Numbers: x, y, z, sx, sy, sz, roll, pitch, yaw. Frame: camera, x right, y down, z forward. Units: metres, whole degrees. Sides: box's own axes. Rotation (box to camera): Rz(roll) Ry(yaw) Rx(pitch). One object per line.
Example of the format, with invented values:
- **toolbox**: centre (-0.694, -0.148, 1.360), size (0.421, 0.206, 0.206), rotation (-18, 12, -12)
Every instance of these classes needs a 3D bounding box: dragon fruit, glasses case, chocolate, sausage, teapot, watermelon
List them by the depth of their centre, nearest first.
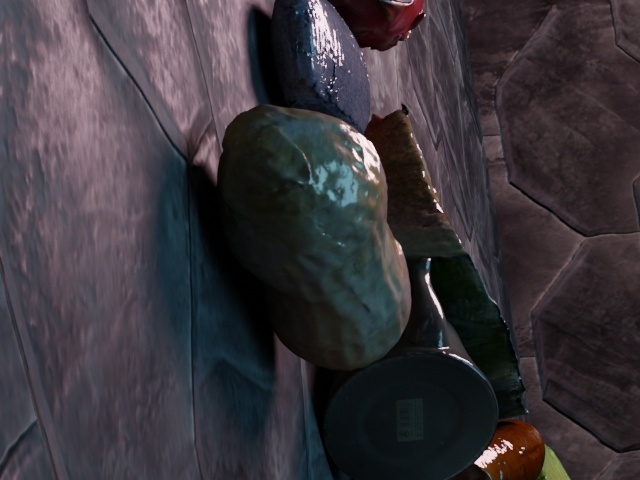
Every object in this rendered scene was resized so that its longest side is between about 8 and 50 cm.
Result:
- **chocolate**: centre (0.000, 0.000, 1.435), size (0.309, 0.134, 0.134), rotation (64, 21, -55)
- **teapot**: centre (0.071, 0.135, 1.735), size (0.149, 0.162, 0.239), rotation (-103, -157, -55)
- **glasses case**: centre (0.003, -0.161, 1.747), size (0.282, 0.067, 0.109), rotation (37, 50, -78)
- **sausage**: centre (0.176, 0.230, 1.883), size (0.076, 0.103, 0.302), rotation (67, 17, 6)
- **dragon fruit**: centre (0.041, -0.263, 1.884), size (0.166, 0.136, 0.133), rotation (-1, 50, -54)
- **watermelon**: centre (0.087, 0.050, 1.909), size (0.302, 0.151, 0.264), rotation (-112, 180, -47)

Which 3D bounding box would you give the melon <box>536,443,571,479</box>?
- **melon**: centre (0.229, 0.389, 2.084), size (0.343, 0.226, 0.331), rotation (-102, -160, -61)
